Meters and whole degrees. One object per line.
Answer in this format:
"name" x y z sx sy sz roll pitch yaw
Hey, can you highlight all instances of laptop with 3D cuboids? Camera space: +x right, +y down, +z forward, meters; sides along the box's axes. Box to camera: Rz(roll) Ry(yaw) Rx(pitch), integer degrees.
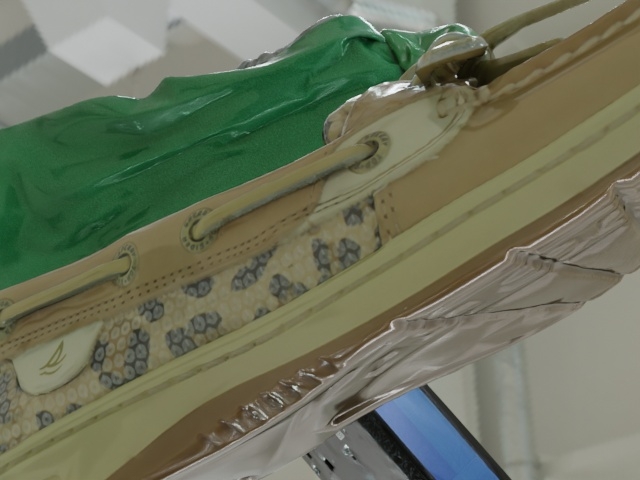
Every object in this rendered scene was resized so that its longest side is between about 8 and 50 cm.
"laptop" 0.042 0.093 0.881 0.137 0.264 0.234 -39 -100 -20

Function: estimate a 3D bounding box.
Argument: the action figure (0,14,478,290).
"action figure" -0.035 -0.030 0.589 0.232 0.137 0.063 -26 -171 12

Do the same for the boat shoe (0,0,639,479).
"boat shoe" 0.000 0.000 0.383 0.285 0.104 0.089 -31 -109 17
